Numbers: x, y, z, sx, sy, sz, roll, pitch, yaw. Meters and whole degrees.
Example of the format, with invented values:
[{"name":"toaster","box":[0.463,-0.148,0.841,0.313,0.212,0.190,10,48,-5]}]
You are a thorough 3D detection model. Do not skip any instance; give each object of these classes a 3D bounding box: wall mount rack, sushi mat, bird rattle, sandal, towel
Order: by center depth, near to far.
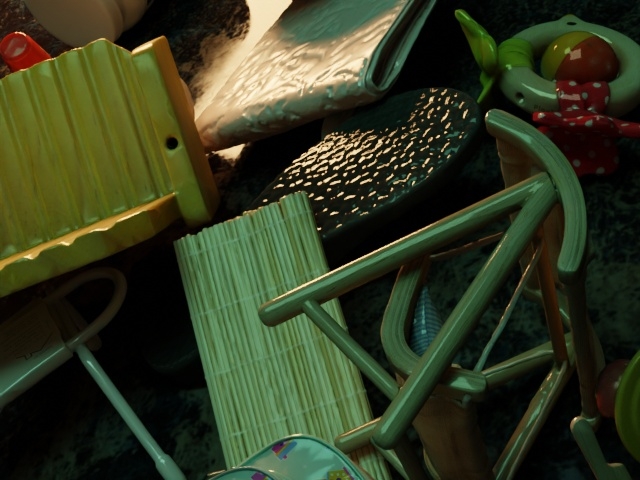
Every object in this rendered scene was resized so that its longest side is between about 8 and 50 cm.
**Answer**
[{"name":"sushi mat","box":[-0.044,0.107,1.083,0.151,0.019,0.317,-23,63,12]},{"name":"wall mount rack","box":[-0.305,0.198,1.170,0.350,0.130,0.304,-37,37,-6]},{"name":"bird rattle","box":[0.259,-0.175,1.192,0.207,0.143,0.253,-30,40,-24]},{"name":"sandal","box":[-0.002,-0.001,1.208,0.445,0.107,0.168,-38,40,12]},{"name":"towel","box":[0.014,-0.243,1.387,0.331,0.053,0.317,-13,36,48]}]

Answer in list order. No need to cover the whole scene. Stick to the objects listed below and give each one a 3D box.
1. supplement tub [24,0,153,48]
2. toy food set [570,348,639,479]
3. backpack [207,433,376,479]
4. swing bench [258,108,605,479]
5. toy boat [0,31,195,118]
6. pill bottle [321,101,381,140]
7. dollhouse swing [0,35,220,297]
[{"name":"supplement tub","box":[-0.332,-0.453,1.789,0.191,0.191,0.272,4,51,35]},{"name":"toy food set","box":[0.283,0.111,0.893,0.218,0.128,0.071,-40,20,-2]},{"name":"backpack","box":[-0.029,0.235,0.816,0.188,0.144,0.166,-37,58,-7]},{"name":"swing bench","box":[0.124,0.083,0.888,0.254,0.253,0.165,-39,53,-11]},{"name":"toy boat","box":[-0.310,-0.151,1.497,0.267,0.148,0.318,-41,63,-6]},{"name":"pill bottle","box":[0.074,-0.120,1.281,0.137,0.078,0.078,4,52,34]},{"name":"dollhouse swing","box":[-0.327,-0.078,1.227,0.346,0.305,0.315,-20,81,6]}]
